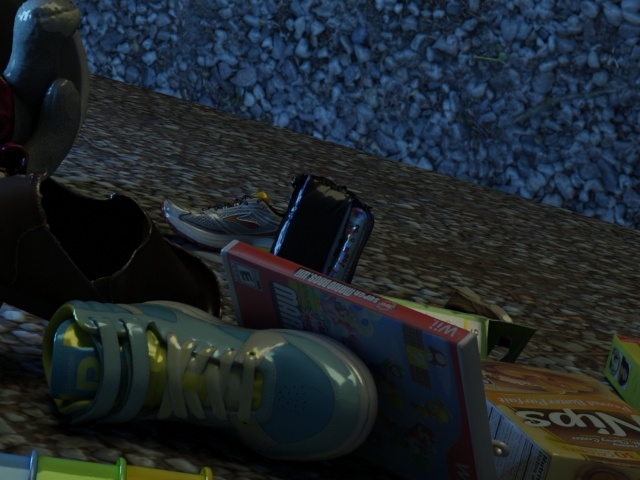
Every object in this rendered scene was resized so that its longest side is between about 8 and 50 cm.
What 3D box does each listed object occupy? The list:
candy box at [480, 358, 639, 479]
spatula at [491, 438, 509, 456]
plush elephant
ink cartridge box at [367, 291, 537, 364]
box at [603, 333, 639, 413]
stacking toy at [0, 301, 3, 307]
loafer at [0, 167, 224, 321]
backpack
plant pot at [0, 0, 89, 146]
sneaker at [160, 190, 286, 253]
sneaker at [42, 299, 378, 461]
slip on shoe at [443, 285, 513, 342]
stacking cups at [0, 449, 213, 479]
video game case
[{"bbox_3d":[0.236,0.203,1.782,0.182,0.088,0.316,10,10,-17],"label":"candy box"},{"bbox_3d":[0.068,0.134,1.721,0.242,0.168,0.019,4,38,47],"label":"spatula"},{"bbox_3d":[-0.413,-0.091,2.174,0.271,0.330,0.255,-2,35,-8],"label":"plush elephant"},{"bbox_3d":[0.114,0.124,1.966,0.209,0.109,0.062,12,51,-10],"label":"ink cartridge box"},{"bbox_3d":[0.410,0.175,2.227,0.087,0.058,0.232,11,10,-5],"label":"box"},{"bbox_3d":[-0.458,0.045,1.729,0.141,0.141,0.330,20,20,36],"label":"stacking toy"},{"bbox_3d":[-0.206,0.029,1.823,0.130,0.134,0.366,-22,-26,30],"label":"loafer"},{"bbox_3d":[0.000,0.000,2.428,0.116,0.158,0.173,22,0,6],"label":"backpack"},{"bbox_3d":[-0.539,-0.224,2.594,0.333,0.334,0.305,7,1,-31],"label":"plant pot"},{"bbox_3d":[-0.113,-0.031,2.589,0.225,0.093,0.088,10,11,-11],"label":"sneaker"},{"bbox_3d":[-0.121,0.129,1.655,0.319,0.127,0.208,9,4,39],"label":"sneaker"},{"bbox_3d":[0.210,0.103,2.426,0.041,0.051,0.135,-33,37,-14],"label":"slip on shoe"},{"bbox_3d":[-0.238,0.182,1.313,0.316,0.096,0.096,11,11,-7],"label":"stacking cups"},{"bbox_3d":[0.035,0.124,1.703,0.285,0.204,0.025,20,46,36],"label":"video game case"}]
